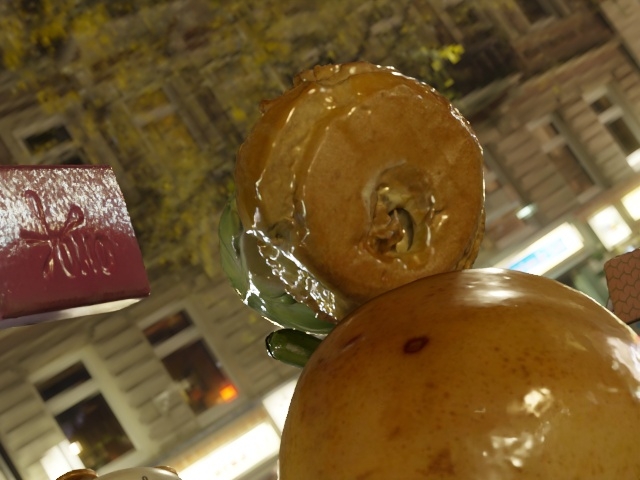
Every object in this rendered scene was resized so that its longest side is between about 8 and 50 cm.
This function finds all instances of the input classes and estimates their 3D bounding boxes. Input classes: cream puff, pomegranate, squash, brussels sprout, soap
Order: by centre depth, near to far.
[{"bbox_3d":[0.153,0.230,1.052,0.417,0.416,0.416,-33,-9,-6],"label":"pomegranate"},{"bbox_3d":[-0.324,0.004,1.440,0.081,0.181,0.259,-23,-9,31],"label":"soap"},{"bbox_3d":[0.037,-0.054,1.521,0.343,0.327,0.231,6,1,-26],"label":"cream puff"},{"bbox_3d":[0.011,0.166,1.678,0.052,0.183,0.052,-157,90,-89],"label":"squash"},{"bbox_3d":[-0.006,0.001,1.806,0.281,0.289,0.355,-50,-13,10],"label":"brussels sprout"}]

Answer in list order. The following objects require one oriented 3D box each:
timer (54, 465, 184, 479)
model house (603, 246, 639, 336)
[{"bbox_3d":[-0.267,0.444,1.765,0.234,0.240,0.233,-15,-46,-16],"label":"timer"},{"bbox_3d":[0.560,0.094,1.918,0.326,0.169,0.244,1,-41,1],"label":"model house"}]
